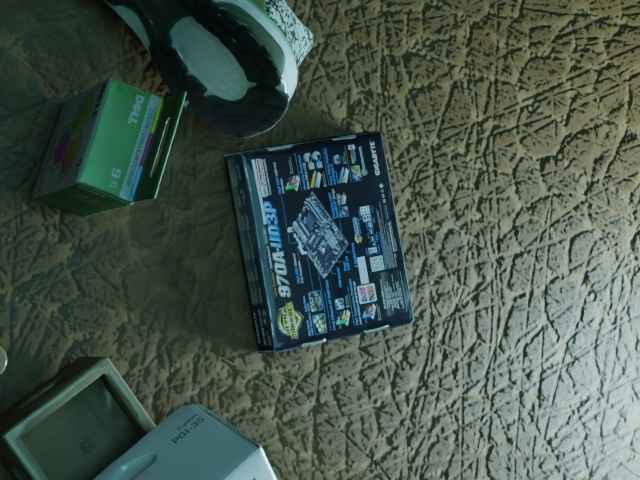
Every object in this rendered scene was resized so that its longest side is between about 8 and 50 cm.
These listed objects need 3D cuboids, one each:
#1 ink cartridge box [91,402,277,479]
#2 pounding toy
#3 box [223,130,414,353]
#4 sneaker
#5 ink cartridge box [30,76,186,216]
[{"bbox_3d":[-0.118,0.333,1.458,0.207,0.117,0.283,-39,129,-22],"label":"ink cartridge box"},{"bbox_3d":[-0.278,0.184,1.457,0.181,0.094,0.206,-38,103,-24],"label":"pounding toy"},{"bbox_3d":[0.000,0.000,1.632,0.175,0.051,0.220,-11,92,-27],"label":"box"},{"bbox_3d":[-0.150,-0.305,1.560,0.410,0.158,0.182,55,35,-11],"label":"sneaker"},{"bbox_3d":[-0.207,-0.090,1.447,0.062,0.209,0.109,22,77,-24],"label":"ink cartridge box"}]
